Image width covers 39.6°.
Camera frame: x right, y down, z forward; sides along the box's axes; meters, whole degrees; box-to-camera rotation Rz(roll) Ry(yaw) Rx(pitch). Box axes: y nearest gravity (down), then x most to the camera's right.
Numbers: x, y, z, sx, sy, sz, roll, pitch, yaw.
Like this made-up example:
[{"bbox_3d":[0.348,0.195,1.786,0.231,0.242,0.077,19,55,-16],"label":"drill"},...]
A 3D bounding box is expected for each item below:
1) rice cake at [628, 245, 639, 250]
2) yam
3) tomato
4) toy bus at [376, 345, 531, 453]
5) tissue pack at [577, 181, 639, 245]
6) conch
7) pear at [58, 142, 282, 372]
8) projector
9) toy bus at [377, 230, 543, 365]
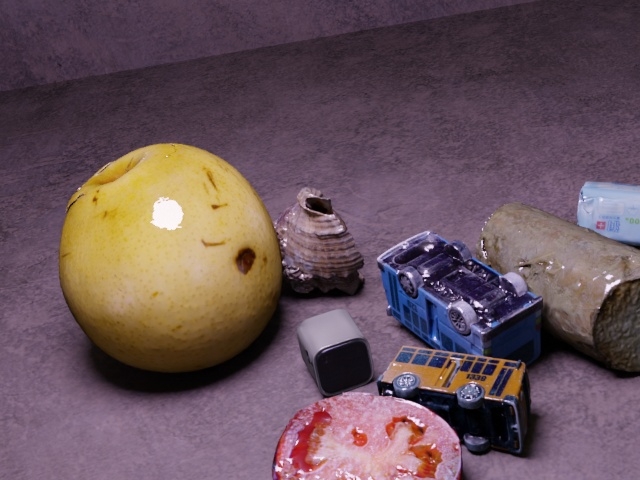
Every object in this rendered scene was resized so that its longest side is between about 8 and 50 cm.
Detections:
[{"bbox_3d":[0.496,0.036,1.325,0.256,0.052,0.057,11,33,35],"label":"rice cake"},{"bbox_3d":[0.357,0.061,1.218,0.168,0.168,0.304,-24,31,-22],"label":"yam"},{"bbox_3d":[0.056,0.273,1.021,0.225,0.085,0.225,-1,27,0],"label":"tomato"},{"bbox_3d":[0.175,0.196,1.116,0.182,0.091,0.103,5,33,30],"label":"toy bus"},{"bbox_3d":[0.527,-0.033,1.344,0.263,0.089,0.177,8,12,19],"label":"tissue pack"},{"bbox_3d":[0.000,0.000,1.437,0.178,0.245,0.163,27,66,12],"label":"conch"},{"bbox_3d":[-0.226,0.026,1.340,0.348,0.348,0.348,-9,29,5],"label":"pear"},{"bbox_3d":[0.020,0.156,1.248,0.083,0.083,0.082,-18,29,-10],"label":"projector"},{"bbox_3d":[0.192,0.092,1.250,0.116,0.133,0.234,-28,38,-22],"label":"toy bus"}]
